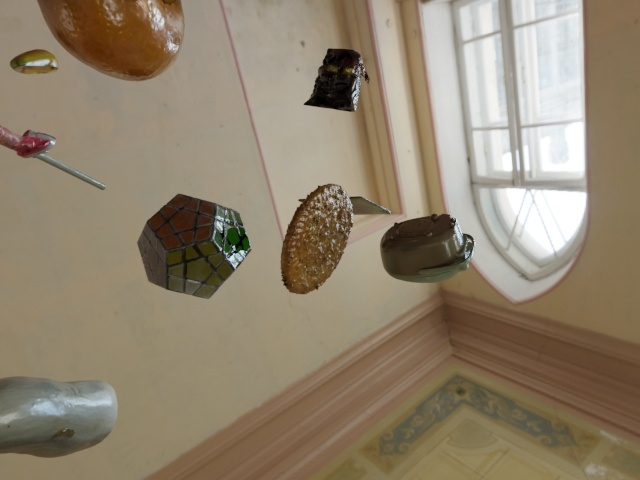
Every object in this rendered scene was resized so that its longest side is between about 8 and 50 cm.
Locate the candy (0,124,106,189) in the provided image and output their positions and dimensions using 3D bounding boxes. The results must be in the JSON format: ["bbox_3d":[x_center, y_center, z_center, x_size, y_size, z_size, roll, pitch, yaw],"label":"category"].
[{"bbox_3d":[-0.544,-0.167,0.779,0.124,0.124,0.365,-7,161,19],"label":"candy"}]

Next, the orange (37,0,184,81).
[{"bbox_3d":[-0.300,-0.350,0.600,0.171,0.241,0.240,-8,-161,6],"label":"orange"}]

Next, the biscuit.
[{"bbox_3d":[0.000,0.000,0.920,0.035,0.254,0.254,21,-145,29],"label":"biscuit"}]

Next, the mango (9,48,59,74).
[{"bbox_3d":[-0.815,-0.505,1.205,0.100,0.066,0.188,-9,-155,2],"label":"mango"}]

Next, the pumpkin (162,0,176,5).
[{"bbox_3d":[-0.114,-0.332,0.421,0.189,0.139,0.281,-24,-142,0],"label":"pumpkin"}]

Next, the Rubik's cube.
[{"bbox_3d":[-0.363,0.019,1.234,0.319,0.264,0.319,-47,-174,6],"label":"Rubik's cube"}]

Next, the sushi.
[{"bbox_3d":[0.057,-0.445,1.172,0.152,0.151,0.172,15,-157,23],"label":"sushi"}]

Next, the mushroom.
[{"bbox_3d":[-0.516,0.313,0.724,0.177,0.397,0.126,-36,-113,-9],"label":"mushroom"}]

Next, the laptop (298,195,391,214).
[{"bbox_3d":[0.078,-0.114,1.412,0.268,0.015,0.187,2,169,41],"label":"laptop"}]

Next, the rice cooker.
[{"bbox_3d":[0.231,0.017,0.941,0.206,0.127,0.145,-12,-153,32],"label":"rice cooker"}]
